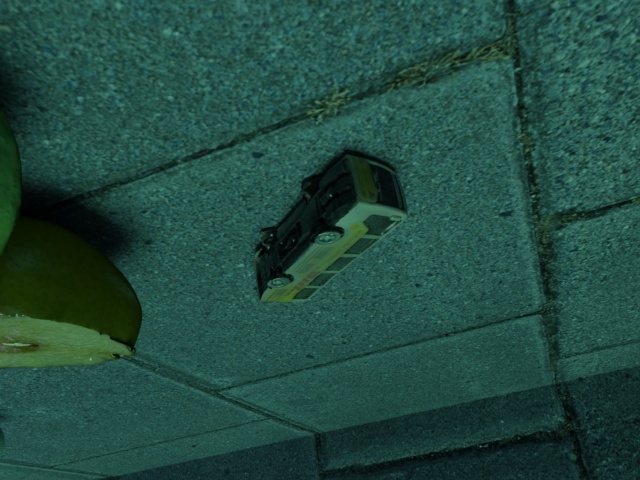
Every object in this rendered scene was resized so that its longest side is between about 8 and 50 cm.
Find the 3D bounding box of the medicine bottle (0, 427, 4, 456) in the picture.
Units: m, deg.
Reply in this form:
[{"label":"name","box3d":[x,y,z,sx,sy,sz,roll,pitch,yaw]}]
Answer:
[{"label":"medicine bottle","box3d":[-1.005,0.526,1.569,0.158,0.158,0.318,-12,150,6]}]

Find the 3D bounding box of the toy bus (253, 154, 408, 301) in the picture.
[{"label":"toy bus","box3d":[0.000,0.000,0.954,0.138,0.097,0.342,8,148,-31]}]

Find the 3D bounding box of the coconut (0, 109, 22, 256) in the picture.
[{"label":"coconut","box3d":[-0.457,-0.043,0.545,0.329,0.281,0.328,-8,177,0]}]

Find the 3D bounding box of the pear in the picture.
[{"label":"pear","box3d":[-0.465,0.070,0.861,0.387,0.191,0.340,14,151,-35]}]
